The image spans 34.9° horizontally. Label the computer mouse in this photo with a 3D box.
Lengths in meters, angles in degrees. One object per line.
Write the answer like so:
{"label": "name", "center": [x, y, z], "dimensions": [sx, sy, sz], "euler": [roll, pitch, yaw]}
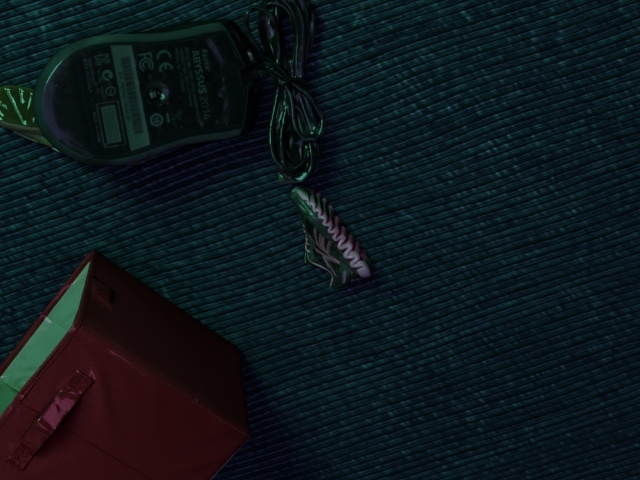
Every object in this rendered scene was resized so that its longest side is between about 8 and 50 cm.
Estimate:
{"label": "computer mouse", "center": [-0.136, -0.136, 0.967], "dimensions": [0.272, 0.072, 0.189], "euler": [-8, 103, -19]}

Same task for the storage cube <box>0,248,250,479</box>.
{"label": "storage cube", "center": [-0.200, 0.157, 0.984], "dimensions": [0.193, 0.215, 0.184], "euler": [37, 101, -17]}

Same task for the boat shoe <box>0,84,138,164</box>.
{"label": "boat shoe", "center": [-0.246, -0.109, 0.996], "dimensions": [0.153, 0.048, 0.056], "euler": [13, 78, -11]}

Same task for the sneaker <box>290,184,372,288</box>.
{"label": "sneaker", "center": [0.000, 0.000, 1.032], "dimensions": [0.057, 0.047, 0.119], "euler": [-32, 103, 19]}
